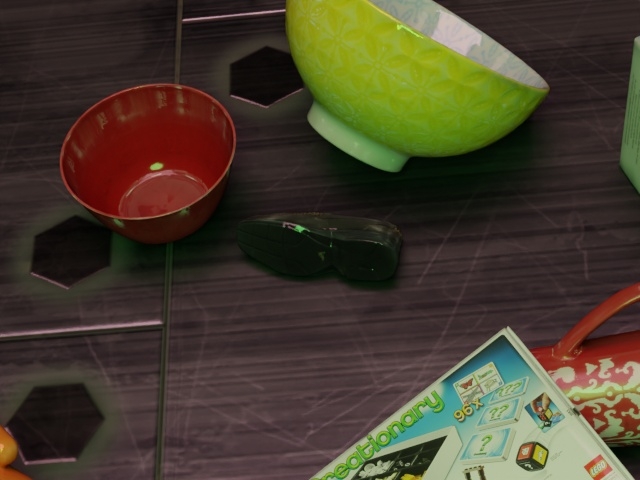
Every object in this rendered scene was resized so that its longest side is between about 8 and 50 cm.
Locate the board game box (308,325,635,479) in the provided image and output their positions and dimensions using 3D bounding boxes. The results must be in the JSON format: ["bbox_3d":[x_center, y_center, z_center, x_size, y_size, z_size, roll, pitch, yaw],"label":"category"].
[{"bbox_3d":[0.094,0.237,1.166,0.305,0.053,0.193,-38,55,2],"label":"board game box"}]

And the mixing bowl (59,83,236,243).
[{"bbox_3d":[-0.170,-0.064,1.460,0.181,0.098,0.181,-3,52,4],"label":"mixing bowl"}]

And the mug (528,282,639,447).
[{"bbox_3d":[0.270,0.114,1.252,0.169,0.113,0.150,-8,87,7],"label":"mug"}]

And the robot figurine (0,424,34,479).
[{"bbox_3d":[-0.320,0.237,1.229,0.219,0.158,0.128,24,37,24],"label":"robot figurine"}]

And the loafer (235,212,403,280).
[{"bbox_3d":[0.000,0.000,1.423,0.170,0.062,0.061,11,33,11],"label":"loafer"}]

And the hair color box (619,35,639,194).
[{"bbox_3d":[0.416,-0.020,1.295,0.113,0.185,0.374,-19,53,-8],"label":"hair color box"}]

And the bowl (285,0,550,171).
[{"bbox_3d":[0.073,-0.164,1.450,0.289,0.289,0.156,40,109,31],"label":"bowl"}]
